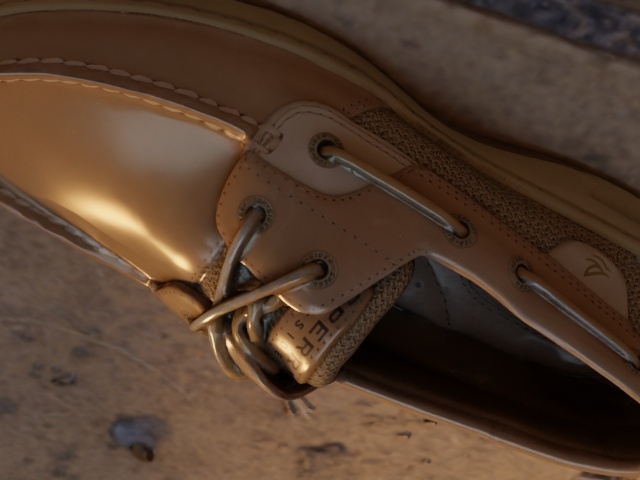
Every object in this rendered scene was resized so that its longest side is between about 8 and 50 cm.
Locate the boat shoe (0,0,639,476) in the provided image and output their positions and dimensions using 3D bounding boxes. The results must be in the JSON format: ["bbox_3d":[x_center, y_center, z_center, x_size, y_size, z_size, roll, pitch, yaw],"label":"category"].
[{"bbox_3d":[0.000,0.000,0.687,0.341,0.110,0.121,18,135,-13],"label":"boat shoe"}]
